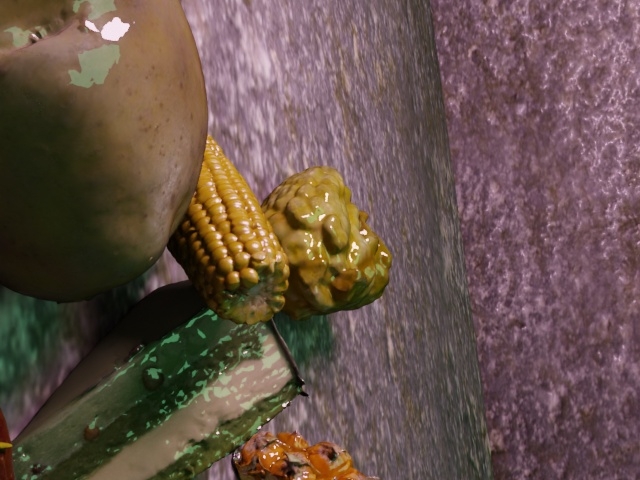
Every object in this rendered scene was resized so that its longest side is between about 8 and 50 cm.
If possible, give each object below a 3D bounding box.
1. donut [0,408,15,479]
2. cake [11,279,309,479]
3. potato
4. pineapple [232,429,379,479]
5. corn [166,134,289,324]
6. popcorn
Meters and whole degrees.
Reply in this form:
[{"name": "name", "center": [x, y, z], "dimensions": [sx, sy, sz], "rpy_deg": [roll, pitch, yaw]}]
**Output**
[{"name": "donut", "center": [-0.299, 0.149, 0.422], "dimensions": [0.216, 0.096, 0.230], "rpy_deg": [68, 26, -23]}, {"name": "cake", "center": [-0.186, 0.167, 0.742], "dimensions": [0.283, 0.172, 0.158], "rpy_deg": [-34, 111, -29]}, {"name": "potato", "center": [-0.209, -0.114, 0.558], "dimensions": [0.243, 0.221, 0.326], "rpy_deg": [-63, 143, -37]}, {"name": "pineapple", "center": [-0.015, 0.347, 0.958], "dimensions": [0.114, 0.236, 0.186], "rpy_deg": [-44, 161, -58]}, {"name": "corn", "center": [-0.122, -0.037, 0.729], "dimensions": [0.318, 0.115, 0.115], "rpy_deg": [47, -7, 45]}, {"name": "popcorn", "center": [0.000, 0.000, 1.091], "dimensions": [0.286, 0.174, 0.225], "rpy_deg": [3, 72, -67]}]
